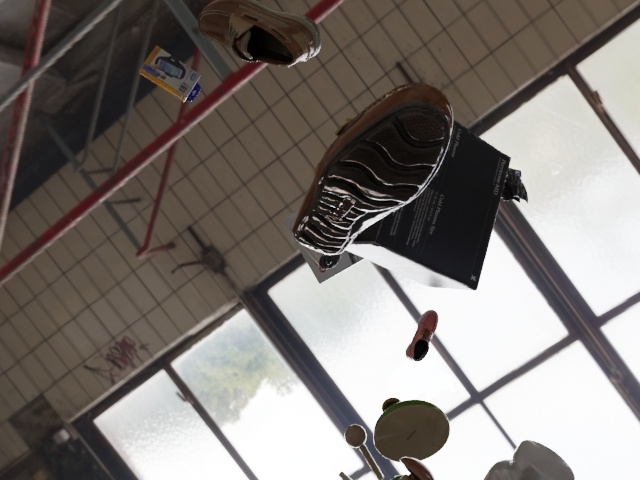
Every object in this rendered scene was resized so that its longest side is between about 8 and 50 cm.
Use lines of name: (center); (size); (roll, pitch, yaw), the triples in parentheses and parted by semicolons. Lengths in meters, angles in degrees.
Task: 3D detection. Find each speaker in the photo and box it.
speaker: (-0.012, 0.003, 1.154); (0.055, 0.055, 0.136); (-37, -135, -5)

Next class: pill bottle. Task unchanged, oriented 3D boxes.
pill bottle: (0.253, 0.360, 0.716); (0.184, 0.103, 0.103); (-67, 172, 18)

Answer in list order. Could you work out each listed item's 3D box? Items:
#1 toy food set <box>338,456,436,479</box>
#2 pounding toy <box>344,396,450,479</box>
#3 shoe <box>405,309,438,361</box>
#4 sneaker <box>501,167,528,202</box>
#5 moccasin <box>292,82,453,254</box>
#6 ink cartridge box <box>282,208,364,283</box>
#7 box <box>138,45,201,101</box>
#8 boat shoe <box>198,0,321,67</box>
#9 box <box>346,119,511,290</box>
toy food set: (0.124, 0.310, 0.630); (0.071, 0.218, 0.128); (-49, -135, -12)
pounding toy: (0.189, 0.447, 1.324); (0.237, 0.183, 0.110); (-32, -156, 11)
shoe: (0.328, 0.299, 1.702); (0.178, 0.063, 0.081); (-60, -178, -8)
sneaker: (0.508, -0.149, 1.474); (0.170, 0.089, 0.051); (1, 180, -41)
moccasin: (0.067, -0.101, 0.772); (0.380, 0.139, 0.147); (121, -12, -64)
ink cartridge box: (0.079, -0.044, 1.592); (0.307, 0.223, 0.129); (-30, 177, 8)
box: (-0.347, -0.388, 1.282); (0.028, 0.136, 0.081); (-35, -150, 55)
boat shoe: (-0.160, -0.478, 1.254); (0.116, 0.324, 0.123); (-53, 150, -35)
box: (0.237, -0.095, 1.255); (0.179, 0.312, 0.343); (-1, -112, 59)
